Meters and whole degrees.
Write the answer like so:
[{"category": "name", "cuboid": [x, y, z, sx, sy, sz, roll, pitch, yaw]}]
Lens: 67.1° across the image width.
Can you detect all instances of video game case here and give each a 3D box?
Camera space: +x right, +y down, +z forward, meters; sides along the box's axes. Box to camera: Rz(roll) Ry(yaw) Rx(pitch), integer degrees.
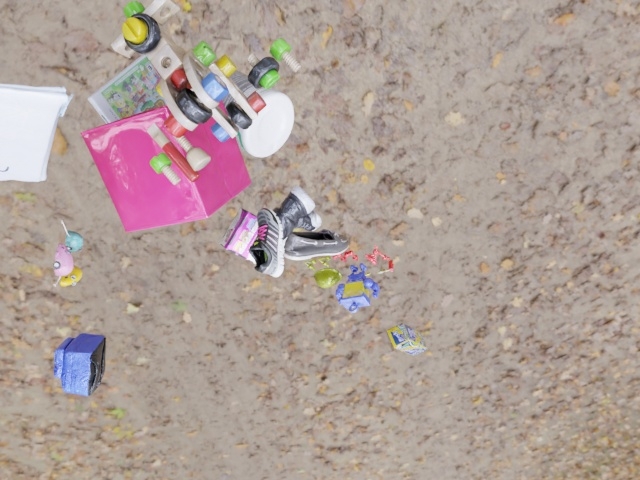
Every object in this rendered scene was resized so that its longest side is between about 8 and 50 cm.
[{"category": "video game case", "cuboid": [-0.489, -0.361, 1.308, 0.023, 0.212, 0.193, 5, 139, 36]}]

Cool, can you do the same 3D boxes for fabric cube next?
[{"category": "fabric cube", "cuboid": [-0.367, -0.201, 1.203, 0.254, 0.259, 0.258, -9, 112, 23]}]

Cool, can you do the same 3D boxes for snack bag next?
[{"category": "snack bag", "cuboid": [-0.539, -0.127, 0.648, 0.342, 0.037, 0.323, -6, 168, -36]}]

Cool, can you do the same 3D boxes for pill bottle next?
[{"category": "pill bottle", "cuboid": [-0.273, -0.416, 1.481, 0.204, 0.361, 0.204, -40, 149, -30]}]

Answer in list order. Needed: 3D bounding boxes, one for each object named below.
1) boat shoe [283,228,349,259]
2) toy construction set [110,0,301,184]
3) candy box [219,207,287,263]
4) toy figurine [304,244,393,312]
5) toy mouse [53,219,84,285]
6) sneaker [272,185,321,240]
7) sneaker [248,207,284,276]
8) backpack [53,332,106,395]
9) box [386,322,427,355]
[{"category": "boat shoe", "cuboid": [0.000, 0.000, 1.816, 0.335, 0.112, 0.096, -12, 118, -47]}, {"category": "toy construction set", "cuboid": [-0.251, -0.274, 0.858, 0.237, 0.257, 0.309, 48, 130, 0]}, {"category": "candy box", "cuboid": [-0.236, 0.000, 1.802, 0.233, 0.071, 0.159, 32, 89, -40]}, {"category": "toy figurine", "cuboid": [0.103, 0.182, 1.905, 0.362, 0.217, 0.191, -12, 142, 26]}, {"category": "toy mouse", "cuboid": [-0.501, 0.028, 0.968, 0.031, 0.161, 0.143, 5, 108, -12]}, {"category": "sneaker", "cuboid": [-0.088, -0.062, 1.482, 0.153, 0.101, 0.268, -41, 163, -7]}, {"category": "sneaker", "cuboid": [-0.133, 0.003, 1.141, 0.063, 0.170, 0.074, -16, 167, 41]}, {"category": "backpack", "cuboid": [-0.537, 0.279, 1.083, 0.101, 0.098, 0.120, 8, 107, 0]}, {"category": "box", "cuboid": [0.257, 0.292, 1.417, 0.054, 0.059, 0.169, -30, 149, 16]}]
